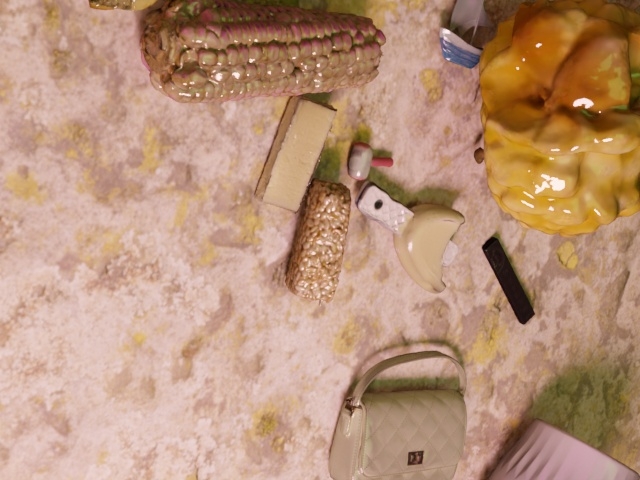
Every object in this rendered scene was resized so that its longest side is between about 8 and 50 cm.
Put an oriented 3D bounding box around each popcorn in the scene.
[{"bbox_3d":[0.385,-0.179,1.518,0.349,0.381,0.349,-4,90,-69],"label":"popcorn"}]

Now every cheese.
[{"bbox_3d":[0.130,-0.016,1.593,0.235,0.050,0.127,31,90,-40],"label":"cheese"}]

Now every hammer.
[{"bbox_3d":[0.074,-0.110,1.528,0.083,0.031,0.053,-3,113,-43],"label":"hammer"}]

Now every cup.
[{"bbox_3d":[0.369,0.512,1.859,0.253,0.253,0.372,35,83,-41],"label":"cup"}]

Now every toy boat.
[{"bbox_3d":[0.208,-0.314,1.544,0.105,0.034,0.149,-17,119,-38],"label":"toy boat"}]

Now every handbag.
[{"bbox_3d":[0.134,0.280,1.700,0.256,0.079,0.219,4,102,-40],"label":"handbag"}]

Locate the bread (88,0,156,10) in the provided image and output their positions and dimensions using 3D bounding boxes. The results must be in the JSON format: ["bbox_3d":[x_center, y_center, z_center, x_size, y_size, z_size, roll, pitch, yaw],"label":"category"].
[{"bbox_3d":[-0.206,-0.333,1.189,0.125,0.086,0.156,-34,128,-31],"label":"bread"}]

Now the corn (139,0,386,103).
[{"bbox_3d":[-0.062,-0.227,1.324,0.335,0.126,0.127,-5,111,-40],"label":"corn"}]

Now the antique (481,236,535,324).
[{"bbox_3d":[0.308,0.069,1.787,0.031,0.015,0.192,-45,128,-15],"label":"antique"}]

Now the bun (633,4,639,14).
[{"bbox_3d":[0.541,-0.257,1.753,0.287,0.146,0.287,-12,118,-23],"label":"bun"}]

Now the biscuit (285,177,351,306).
[{"bbox_3d":[0.000,0.000,1.484,0.070,0.082,0.168,7,106,-19],"label":"biscuit"}]

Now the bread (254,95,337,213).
[{"bbox_3d":[-0.033,-0.114,1.443,0.068,0.028,0.154,14,99,-40],"label":"bread"}]
